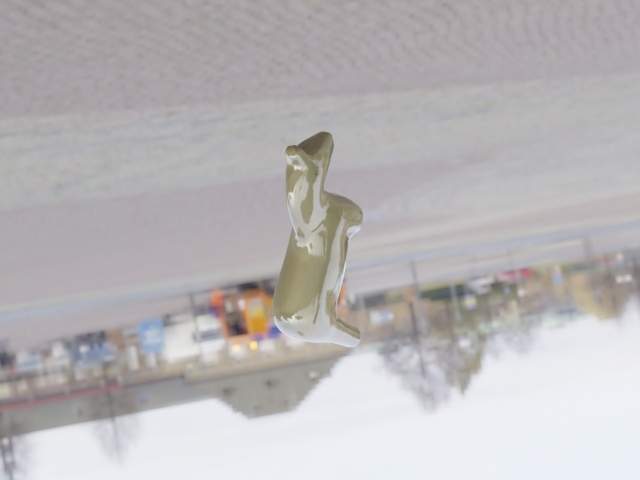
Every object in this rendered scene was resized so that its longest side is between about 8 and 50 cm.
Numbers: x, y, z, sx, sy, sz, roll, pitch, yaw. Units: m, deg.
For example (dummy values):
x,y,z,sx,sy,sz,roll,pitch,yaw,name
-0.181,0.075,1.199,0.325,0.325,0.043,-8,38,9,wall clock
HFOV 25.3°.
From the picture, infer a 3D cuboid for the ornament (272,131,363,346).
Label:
x,y,z,sx,sy,sz,roll,pitch,yaw,name
0.000,0.000,1.617,0.061,0.230,0.245,12,175,24,ornament
